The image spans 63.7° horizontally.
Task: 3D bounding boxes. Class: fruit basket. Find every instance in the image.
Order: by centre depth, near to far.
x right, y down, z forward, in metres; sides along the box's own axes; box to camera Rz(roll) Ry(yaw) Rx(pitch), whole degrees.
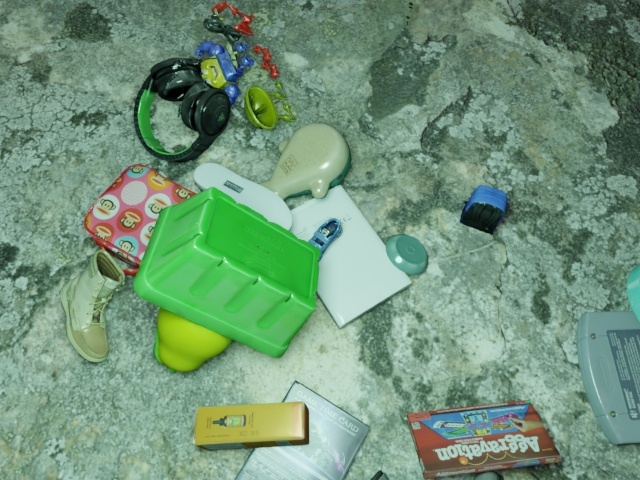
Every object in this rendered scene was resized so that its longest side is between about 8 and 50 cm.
[{"bbox_3d":[-0.226,0.115,1.126,0.391,0.392,0.283,5,49,0],"label":"fruit basket"}]

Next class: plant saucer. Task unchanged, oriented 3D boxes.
[{"bbox_3d":[0.220,0.028,1.280,0.119,0.021,0.120,12,52,-16],"label":"plant saucer"}]

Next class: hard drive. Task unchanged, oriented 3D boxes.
[{"bbox_3d":[0.049,0.032,1.284,0.210,0.040,0.319,-29,70,-14],"label":"hard drive"}]

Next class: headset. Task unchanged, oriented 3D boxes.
[{"bbox_3d":[-0.340,-0.380,1.307,0.394,0.185,0.243,-45,77,17],"label":"headset"}]

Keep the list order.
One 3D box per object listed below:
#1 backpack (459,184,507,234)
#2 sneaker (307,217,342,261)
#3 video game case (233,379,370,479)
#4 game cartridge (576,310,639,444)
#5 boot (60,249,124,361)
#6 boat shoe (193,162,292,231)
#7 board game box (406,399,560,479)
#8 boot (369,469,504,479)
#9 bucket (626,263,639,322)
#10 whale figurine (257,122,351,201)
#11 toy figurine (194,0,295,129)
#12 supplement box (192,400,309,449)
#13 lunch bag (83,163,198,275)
[{"bbox_3d":[0.417,-0.090,1.309,0.097,0.120,0.101,16,66,6],"label":"backpack"},{"bbox_3d":[0.000,0.000,1.241,0.053,0.059,0.144,35,70,11],"label":"sneaker"},{"bbox_3d":[-0.044,0.468,1.095,0.196,0.026,0.274,29,67,11],"label":"video game case"},{"bbox_3d":[0.703,0.308,1.179,0.195,0.060,0.295,1,66,-6],"label":"game cartridge"},{"bbox_3d":[-0.498,0.146,1.153,0.165,0.077,0.213,-41,65,23],"label":"boot"},{"bbox_3d":[-0.194,-0.084,1.293,0.301,0.102,0.108,30,60,18],"label":"boat shoe"},{"bbox_3d":[0.338,0.417,1.091,0.280,0.027,0.145,-5,34,-4],"label":"board game box"},{"bbox_3d":[0.195,0.538,1.029,0.222,0.118,0.338,39,65,21],"label":"boot"},{"bbox_3d":[0.865,0.119,1.167,0.280,0.183,0.282,9,58,-14],"label":"bucket"},{"bbox_3d":[-0.041,-0.175,1.342,0.272,0.141,0.216,-42,60,6],"label":"whale figurine"},{"bbox_3d":[-0.253,-0.445,1.454,0.217,0.191,0.363,-21,92,32],"label":"toy figurine"},{"bbox_3d":[-0.142,0.389,1.078,0.233,0.080,0.078,-4,59,5],"label":"supplement box"},{"bbox_3d":[-0.410,-0.024,1.250,0.293,0.120,0.258,30,69,10],"label":"lunch bag"}]
